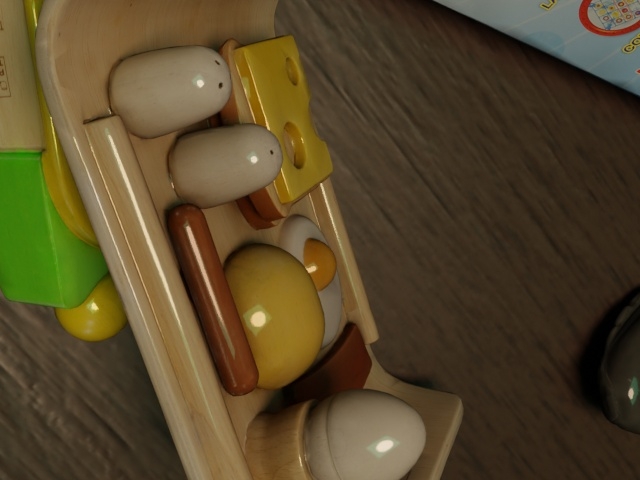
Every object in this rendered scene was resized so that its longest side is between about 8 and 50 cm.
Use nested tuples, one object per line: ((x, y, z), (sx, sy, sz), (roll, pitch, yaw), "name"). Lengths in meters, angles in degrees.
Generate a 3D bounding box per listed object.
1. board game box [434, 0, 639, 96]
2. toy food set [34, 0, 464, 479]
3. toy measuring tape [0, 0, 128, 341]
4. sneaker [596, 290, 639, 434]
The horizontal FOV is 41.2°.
((0.205, -0.215, 0.427), (0.302, 0.308, 0.086), (19, 56, -19), "board game box")
((0.000, 0.000, 0.430), (0.093, 0.220, 0.305), (-11, 103, 24), "toy food set")
((-0.126, -0.108, 0.430), (0.122, 0.121, 0.329), (-9, 106, -15), "toy measuring tape")
((0.329, 0.067, 0.591), (0.287, 0.130, 0.109), (-18, 102, -12), "sneaker")
